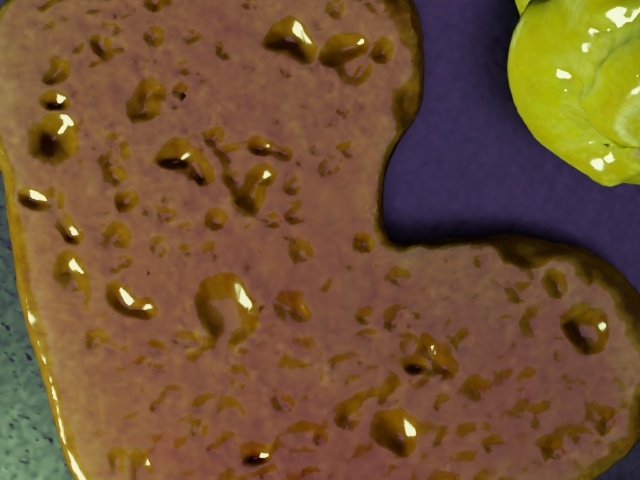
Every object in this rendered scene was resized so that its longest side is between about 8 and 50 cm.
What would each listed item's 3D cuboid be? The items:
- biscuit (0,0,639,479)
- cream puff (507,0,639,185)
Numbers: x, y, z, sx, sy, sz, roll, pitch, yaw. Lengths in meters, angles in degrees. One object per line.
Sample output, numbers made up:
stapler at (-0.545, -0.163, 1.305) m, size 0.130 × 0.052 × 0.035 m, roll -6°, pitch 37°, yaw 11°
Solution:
biscuit at (0.000, 0.000, 0.714) m, size 0.262 × 0.052 × 0.277 m, roll -15°, pitch 96°, yaw -1°
cream puff at (0.182, -0.089, 0.644) m, size 0.221 × 0.195 × 0.195 m, roll -36°, pitch 95°, yaw -6°
